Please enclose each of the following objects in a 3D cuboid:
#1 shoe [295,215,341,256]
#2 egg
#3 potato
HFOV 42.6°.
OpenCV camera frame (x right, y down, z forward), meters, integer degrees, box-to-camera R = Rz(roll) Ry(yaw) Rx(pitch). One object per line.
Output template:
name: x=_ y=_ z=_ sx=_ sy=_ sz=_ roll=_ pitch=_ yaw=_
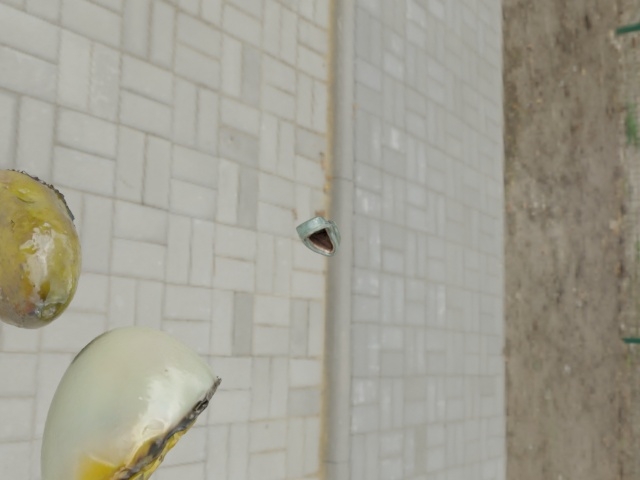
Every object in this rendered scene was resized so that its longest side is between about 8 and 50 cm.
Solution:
shoe: x=0.000 y=0.000 z=1.657 sx=0.195 sy=0.079 sz=0.078 roll=44 pitch=25 yaw=-78
egg: x=-0.282 y=0.233 z=1.090 sx=0.174 sy=0.264 sz=0.286 roll=44 pitch=61 yaw=-4
potato: x=-0.509 y=0.033 z=1.417 sx=0.229 sy=0.266 sz=0.229 roll=-13 pitch=126 yaw=-19
